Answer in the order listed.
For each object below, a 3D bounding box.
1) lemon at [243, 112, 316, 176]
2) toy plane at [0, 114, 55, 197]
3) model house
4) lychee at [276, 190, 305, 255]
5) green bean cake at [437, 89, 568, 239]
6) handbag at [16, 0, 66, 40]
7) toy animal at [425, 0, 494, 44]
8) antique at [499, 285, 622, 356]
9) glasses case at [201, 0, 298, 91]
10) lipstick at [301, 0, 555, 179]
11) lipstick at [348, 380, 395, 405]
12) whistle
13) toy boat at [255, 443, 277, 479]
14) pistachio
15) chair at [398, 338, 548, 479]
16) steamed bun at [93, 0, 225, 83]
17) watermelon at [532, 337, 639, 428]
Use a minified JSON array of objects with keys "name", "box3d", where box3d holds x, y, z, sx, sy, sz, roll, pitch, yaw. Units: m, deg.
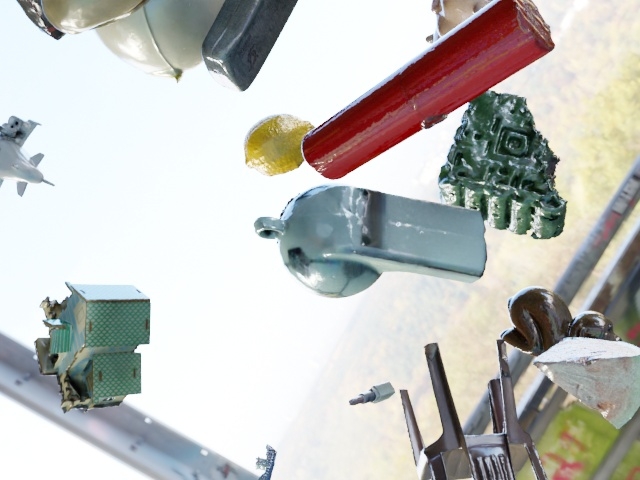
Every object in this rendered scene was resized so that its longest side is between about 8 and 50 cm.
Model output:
[{"name":"lemon","box3d":[-0.093,-0.224,1.925,0.187,0.142,0.142,-26,-6,-4]},{"name":"toy plane","box3d":[-0.777,-0.196,2.092,0.244,0.245,0.117,-61,-30,0]},{"name":"model house","box3d":[-0.430,0.170,1.590,0.206,0.178,0.271,-45,52,38]},{"name":"lychee","box3d":[0.000,0.000,1.905,0.200,0.238,0.200,-34,7,5]},{"name":"green bean cake","box3d":[0.289,-0.122,1.247,0.208,0.194,0.107,-66,-26,-25]},{"name":"handbag","box3d":[-0.605,-0.595,1.942,0.215,0.155,0.169,-45,-30,-8]},{"name":"toy animal","box3d":[0.282,-0.408,1.556,0.250,0.154,0.166,83,178,-72]},{"name":"antique","box3d":[0.515,0.188,1.786,0.121,0.257,0.143,-1,-72,-42]},{"name":"glasses case","box3d":[-0.112,-0.431,1.531,0.323,0.074,0.131,-64,-22,-15]},{"name":"lipstick","box3d":[0.099,-0.148,0.848,0.280,0.073,0.073,-30,17,35]},{"name":"lipstick","box3d":[0.083,0.266,1.418,0.107,0.025,0.025,-7,-37,-47]},{"name":"whistle","box3d":[0.053,0.006,1.084,0.163,0.290,0.163,-169,90,-74]},{"name":"toy boat","box3d":[-0.098,0.390,1.443,0.038,0.038,0.083,116,171,-48]},{"name":"pistachio","box3d":[-0.371,-0.484,1.431,0.288,0.197,0.166,-41,5,14]},{"name":"chair","box3d":[0.227,0.322,1.180,0.183,0.176,0.326,91,174,-57]},{"name":"steamed bun","box3d":[-0.342,-0.526,1.776,0.373,0.334,0.334,-83,15,-48]},{"name":"watermelon","box3d":[0.473,0.205,1.464,0.136,0.202,0.207,-51,32,9]}]
